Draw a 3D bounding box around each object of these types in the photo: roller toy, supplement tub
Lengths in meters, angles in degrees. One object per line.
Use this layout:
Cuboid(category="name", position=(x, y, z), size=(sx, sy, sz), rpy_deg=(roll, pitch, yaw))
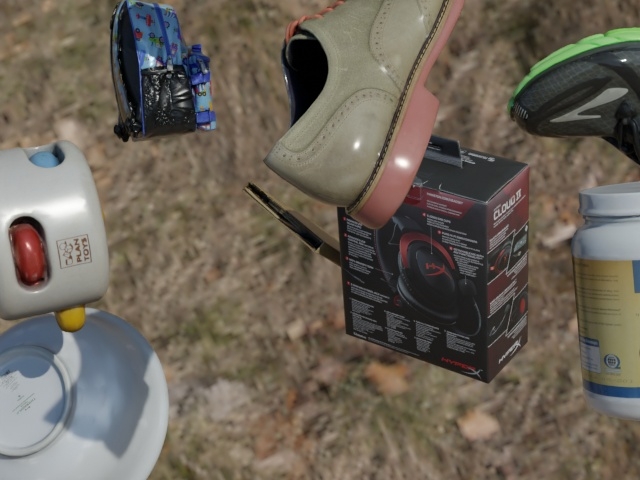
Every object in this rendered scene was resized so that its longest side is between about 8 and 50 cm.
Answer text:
Cuboid(category="roller toy", position=(-0.317, -0.011, 1.720), size=(0.146, 0.209, 0.191), rpy_deg=(-12, -23, -17))
Cuboid(category="supplement tub", position=(0.300, 0.050, 1.350), size=(0.144, 0.200, 0.144), rpy_deg=(-6, 6, 1))

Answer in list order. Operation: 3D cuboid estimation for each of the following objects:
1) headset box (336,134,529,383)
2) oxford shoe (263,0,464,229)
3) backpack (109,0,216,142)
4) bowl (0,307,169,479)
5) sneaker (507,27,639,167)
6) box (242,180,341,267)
Cuboid(category="headset box", position=(0.138, 0.002, 1.855), size=(0.218, 0.293, 0.110), rpy_deg=(17, 38, 31))
Cuboid(category="oxford shoe", position=(0.040, -0.180, 1.290), size=(0.123, 0.130, 0.348), rpy_deg=(128, 160, -51))
Cuboid(category="backpack", position=(-0.199, -0.212, 1.850), size=(0.116, 0.173, 0.158), rpy_deg=(-8, 2, -13))
Cuboid(category="bowl", position=(-0.354, 0.217, 1.945), size=(0.297, 0.298, 0.134), rpy_deg=(-18, -21, 13))
Cuboid(category="sneaker", position=(0.492, -0.150, 2.027), size=(0.482, 0.185, 0.202), rpy_deg=(8, 60, 2))
Cuboid(category="box", position=(0.000, 0.000, 2.047), size=(0.164, 0.201, 0.021), rpy_deg=(39, 93, 37))
